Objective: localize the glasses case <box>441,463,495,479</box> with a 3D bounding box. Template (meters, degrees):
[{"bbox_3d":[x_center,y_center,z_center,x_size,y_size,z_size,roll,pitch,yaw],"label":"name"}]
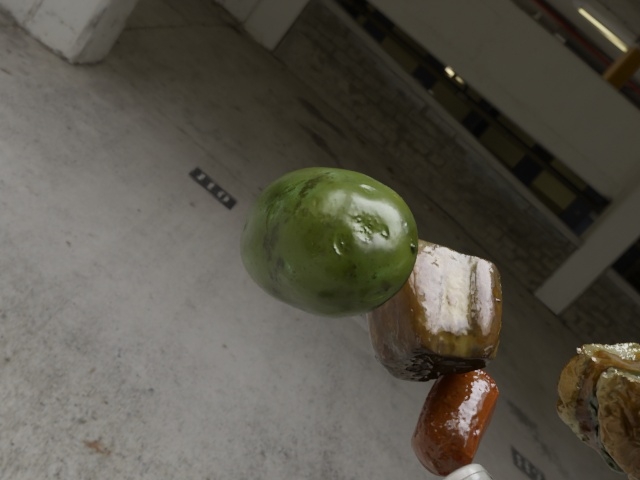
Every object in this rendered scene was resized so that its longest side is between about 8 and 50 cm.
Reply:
[{"bbox_3d":[0.195,0.334,0.884,0.051,0.081,0.204,58,3,39],"label":"glasses case"}]

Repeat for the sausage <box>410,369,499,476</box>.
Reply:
[{"bbox_3d":[0.295,0.391,1.522,0.141,0.153,0.268,18,50,21],"label":"sausage"}]

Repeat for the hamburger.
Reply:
[{"bbox_3d":[0.515,0.289,1.096,0.329,0.209,0.162,9,24,-28],"label":"hamburger"}]

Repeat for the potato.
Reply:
[{"bbox_3d":[0.001,-0.003,0.963,0.215,0.216,0.304,27,2,-35],"label":"potato"}]

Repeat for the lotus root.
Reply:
[{"bbox_3d":[0.242,0.186,1.497,0.316,0.316,0.250,31,44,-27],"label":"lotus root"}]
